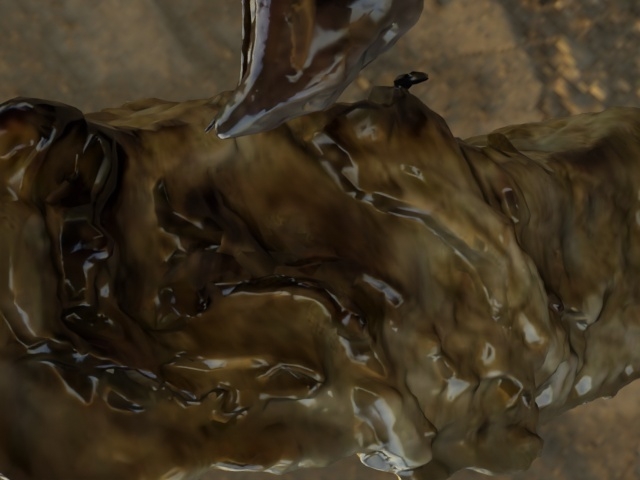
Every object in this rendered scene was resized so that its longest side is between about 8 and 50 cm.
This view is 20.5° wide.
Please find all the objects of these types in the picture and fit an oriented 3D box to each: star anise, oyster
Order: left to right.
[{"bbox_3d":[-0.009,-0.006,0.554,0.204,0.396,0.111,17,104,42],"label":"oyster"},{"bbox_3d":[0.010,-0.086,0.331,0.042,0.141,0.141,10,135,-1],"label":"star anise"}]
